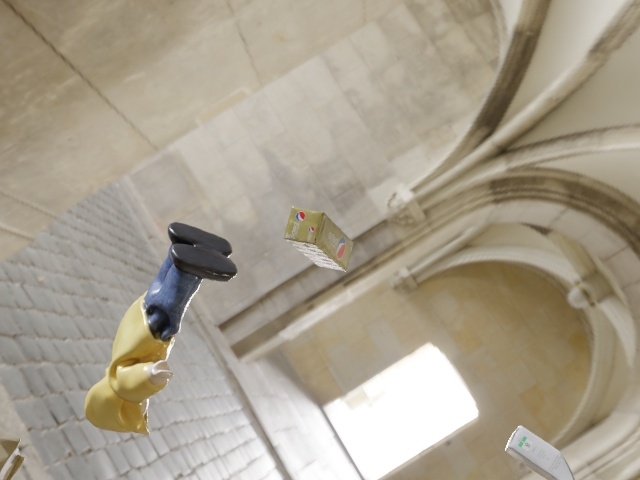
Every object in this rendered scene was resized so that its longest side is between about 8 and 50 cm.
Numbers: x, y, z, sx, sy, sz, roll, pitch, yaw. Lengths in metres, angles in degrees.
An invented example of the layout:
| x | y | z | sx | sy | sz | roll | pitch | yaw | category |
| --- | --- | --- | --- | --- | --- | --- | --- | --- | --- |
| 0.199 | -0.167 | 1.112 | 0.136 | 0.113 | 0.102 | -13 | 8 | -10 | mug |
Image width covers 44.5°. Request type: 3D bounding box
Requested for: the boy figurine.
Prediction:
| x | y | z | sx | sy | sz | roll | pitch | yaw | category |
| --- | --- | --- | --- | --- | --- | --- | --- | --- | --- |
| -0.198 | 0.126 | 0.932 | 0.092 | 0.285 | 0.177 | 19 | 19 | -23 | boy figurine |

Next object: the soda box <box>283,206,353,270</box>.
| x | y | z | sx | sy | sz | roll | pitch | yaw | category |
| --- | --- | --- | --- | --- | --- | --- | --- | --- | --- |
| 0.000 | 0.000 | 1.354 | 0.061 | 0.058 | 0.181 | 11 | -12 | 21 | soda box |

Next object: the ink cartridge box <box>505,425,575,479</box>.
| x | y | z | sx | sy | sz | roll | pitch | yaw | category |
| --- | --- | --- | --- | --- | --- | --- | --- | --- | --- |
| 0.460 | 0.441 | 1.490 | 0.224 | 0.056 | 0.181 | 31 | -9 | 19 | ink cartridge box |

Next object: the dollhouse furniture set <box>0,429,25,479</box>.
| x | y | z | sx | sy | sz | roll | pitch | yaw | category |
| --- | --- | --- | --- | --- | --- | --- | --- | --- | --- |
| -0.437 | 0.291 | 0.869 | 0.128 | 0.184 | 0.129 | 26 | -29 | -5 | dollhouse furniture set |
